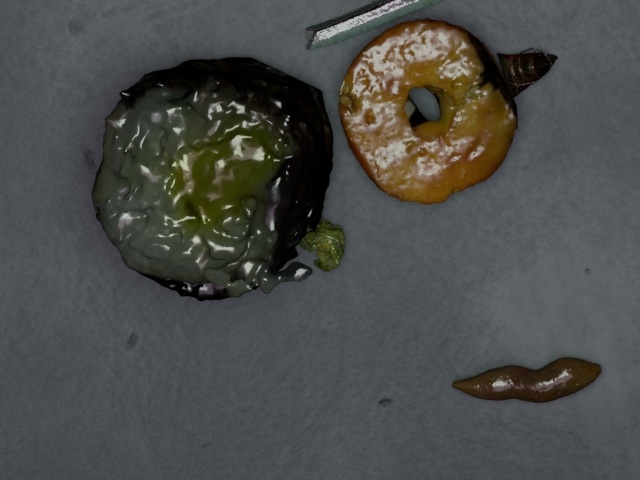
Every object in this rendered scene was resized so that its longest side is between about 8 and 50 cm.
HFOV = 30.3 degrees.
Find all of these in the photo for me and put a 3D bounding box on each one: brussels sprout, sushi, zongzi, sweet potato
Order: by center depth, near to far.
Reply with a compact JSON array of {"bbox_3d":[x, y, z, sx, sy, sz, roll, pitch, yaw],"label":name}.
[{"bbox_3d":[-0.132,-0.084,1.565,0.281,0.294,0.299,3,103,7],"label":"sushi"},{"bbox_3d":[0.301,-0.244,1.653,0.083,0.073,0.067,-8,105,44],"label":"zongzi"},{"bbox_3d":[0.000,0.000,1.704,0.085,0.058,0.085,14,141,12],"label":"brussels sprout"},{"bbox_3d":[0.304,0.210,1.740,0.218,0.051,0.065,-8,105,4],"label":"sweet potato"}]

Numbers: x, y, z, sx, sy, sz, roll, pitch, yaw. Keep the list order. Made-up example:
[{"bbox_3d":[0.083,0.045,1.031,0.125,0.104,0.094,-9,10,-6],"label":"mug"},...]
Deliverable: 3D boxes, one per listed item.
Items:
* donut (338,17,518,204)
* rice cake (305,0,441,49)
[{"bbox_3d":[0.145,-0.179,1.632,0.253,0.118,0.253,0,99,2],"label":"donut"},{"bbox_3d":[0.074,-0.315,1.648,0.207,0.033,0.033,-21,110,7],"label":"rice cake"}]
